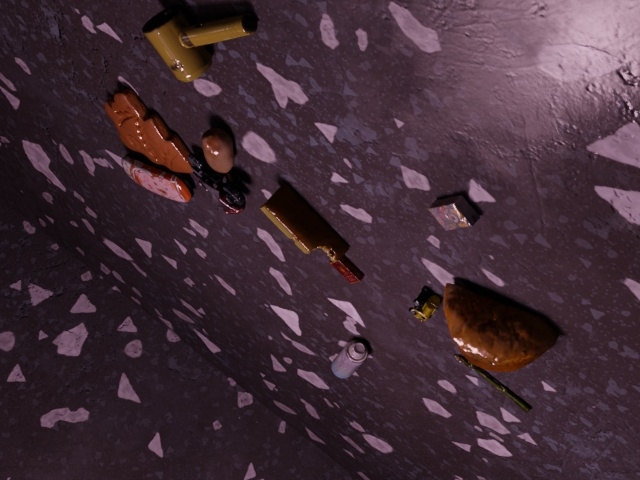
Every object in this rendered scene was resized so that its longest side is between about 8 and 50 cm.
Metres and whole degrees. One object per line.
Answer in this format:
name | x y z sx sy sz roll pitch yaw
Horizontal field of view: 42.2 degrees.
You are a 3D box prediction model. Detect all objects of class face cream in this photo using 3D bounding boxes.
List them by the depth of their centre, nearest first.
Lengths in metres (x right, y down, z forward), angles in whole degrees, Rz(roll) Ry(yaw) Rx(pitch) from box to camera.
face cream | 0.090 0.350 2.466 0.075 0.075 0.229 37 155 5

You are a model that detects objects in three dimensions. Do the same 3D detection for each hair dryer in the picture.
hair dryer | -0.222 -0.394 1.626 0.279 0.090 0.135 3 137 44

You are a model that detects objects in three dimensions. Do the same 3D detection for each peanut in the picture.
peanut | -0.244 -0.212 1.972 0.076 0.076 0.152 32 160 16

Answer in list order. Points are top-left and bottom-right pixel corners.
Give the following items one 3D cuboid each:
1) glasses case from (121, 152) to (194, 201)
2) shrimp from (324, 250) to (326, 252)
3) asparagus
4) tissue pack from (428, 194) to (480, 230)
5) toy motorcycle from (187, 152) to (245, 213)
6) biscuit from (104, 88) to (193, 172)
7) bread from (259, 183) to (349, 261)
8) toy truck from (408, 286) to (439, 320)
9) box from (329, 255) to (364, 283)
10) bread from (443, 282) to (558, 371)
glasses case | -0.463 -0.179 2.348 0.267 0.067 0.103 21 150 35
shrimp | 0.000 0.000 2.055 0.108 0.023 0.059 49 163 -19
asparagus | 0.424 0.349 2.053 0.233 0.022 0.023 37 -160 1
tissue pack | 0.254 -0.051 1.583 0.063 0.035 0.083 47 154 -16
toy motorcycle | -0.257 -0.143 2.112 0.213 0.082 0.122 40 160 28
biscuit | -0.450 -0.271 2.198 0.306 0.043 0.284 36 156 8
bread | -0.037 -0.029 1.977 0.226 0.088 0.049 46 153 -12
toy truck | 0.243 0.152 1.935 0.054 0.049 0.083 34 154 10
box | 0.066 0.071 2.079 0.082 0.023 0.051 44 155 -11
bread | 0.356 0.202 1.756 0.260 0.134 0.129 26 153 29
